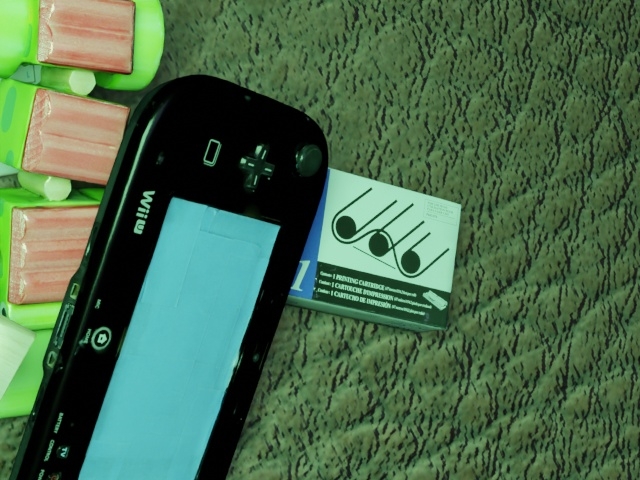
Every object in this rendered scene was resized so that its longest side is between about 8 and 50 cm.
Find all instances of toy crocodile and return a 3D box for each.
[{"bbox_3d":[-0.158,-0.055,0.712,0.115,0.105,0.341,2,101,-34],"label":"toy crocodile"}]

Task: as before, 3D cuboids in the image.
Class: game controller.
[{"bbox_3d":[-0.092,0.061,0.726,0.166,0.067,0.319,13,96,-61],"label":"game controller"}]

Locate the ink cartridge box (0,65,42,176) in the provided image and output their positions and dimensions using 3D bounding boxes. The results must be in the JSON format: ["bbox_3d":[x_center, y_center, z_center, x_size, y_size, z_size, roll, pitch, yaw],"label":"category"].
[{"bbox_3d":[-0.312,-0.151,0.691,0.296,0.066,0.261,-12,116,-29],"label":"ink cartridge box"}]

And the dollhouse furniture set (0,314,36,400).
[{"bbox_3d":[-0.346,0.090,0.494,0.355,0.174,0.303,28,76,-10],"label":"dollhouse furniture set"}]

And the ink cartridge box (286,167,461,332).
[{"bbox_3d":[0.000,0.000,0.853,0.207,0.046,0.097,14,77,-26],"label":"ink cartridge box"}]
